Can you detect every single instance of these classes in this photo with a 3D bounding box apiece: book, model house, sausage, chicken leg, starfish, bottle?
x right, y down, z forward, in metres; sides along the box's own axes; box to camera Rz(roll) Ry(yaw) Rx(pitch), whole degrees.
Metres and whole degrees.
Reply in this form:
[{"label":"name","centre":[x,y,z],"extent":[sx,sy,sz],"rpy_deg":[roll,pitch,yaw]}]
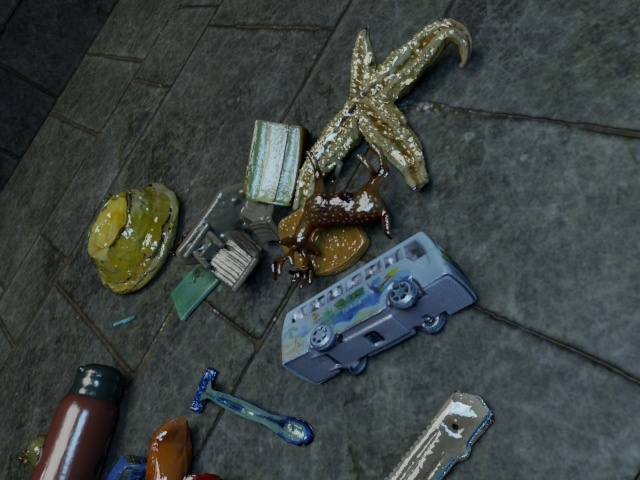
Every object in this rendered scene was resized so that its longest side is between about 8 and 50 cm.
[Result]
[{"label":"book","centre":[-0.300,0.111,1.320],"extent":[0.135,0.017,0.103],"rpy_deg":[-47,45,10]},{"label":"model house","centre":[-0.181,0.004,1.203],"extent":[0.229,0.122,0.188],"rpy_deg":[-52,48,-2]},{"label":"sausage","centre":[-0.294,0.439,1.077],"extent":[0.089,0.089,0.179],"rpy_deg":[-21,53,32]},{"label":"chicken leg","centre":[-0.728,0.550,1.415],"extent":[0.178,0.070,0.093],"rpy_deg":[-24,58,39]},{"label":"starfish","centre":[0.120,-0.229,1.103],"extent":[0.324,0.083,0.431],"rpy_deg":[20,88,39]},{"label":"chicken leg","centre":[-0.307,-0.015,1.378],"extent":[0.205,0.053,0.093],"rpy_deg":[-35,24,12]},{"label":"bottle","centre":[-0.547,0.447,1.253],"extent":[0.144,0.144,0.335],"rpy_deg":[-7,62,39]}]

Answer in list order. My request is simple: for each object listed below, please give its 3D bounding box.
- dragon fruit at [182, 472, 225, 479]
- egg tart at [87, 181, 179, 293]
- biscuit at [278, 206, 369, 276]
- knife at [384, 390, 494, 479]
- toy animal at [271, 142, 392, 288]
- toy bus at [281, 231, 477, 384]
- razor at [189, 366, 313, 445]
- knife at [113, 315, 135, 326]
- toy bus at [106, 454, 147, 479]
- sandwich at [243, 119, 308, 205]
[{"label":"dragon fruit","centre":[-0.210,0.474,0.965],"extent":[0.142,0.121,0.130],"rpy_deg":[-50,4,44]},{"label":"egg tart","centre":[-0.531,-0.024,1.523],"extent":[0.346,0.132,0.345],"rpy_deg":[-23,53,34]},{"label":"biscuit","centre":[0.000,0.000,1.098],"extent":[0.221,0.029,0.141],"rpy_deg":[7,82,37]},{"label":"knife","centre":[0.121,0.368,0.790],"extent":[0.089,0.043,0.365],"rpy_deg":[36,90,13]},{"label":"toy animal","centre":[0.014,-0.046,1.029],"extent":[0.244,0.087,0.259],"rpy_deg":[-6,71,37]},{"label":"toy bus","centre":[0.085,0.115,0.923],"extent":[0.330,0.109,0.135],"rpy_deg":[-33,38,22]},{"label":"razor","centre":[-0.144,0.316,1.040],"extent":[0.324,0.056,0.093],"rpy_deg":[7,70,43]},{"label":"knife","centre":[-0.516,0.213,1.459],"extent":[0.091,0.005,0.014],"rpy_deg":[-23,52,30]},{"label":"toy bus","centre":[-0.424,0.524,1.161],"extent":[0.051,0.061,0.152],"rpy_deg":[29,89,52]},{"label":"sandwich","centre":[-0.097,-0.174,1.244],"extent":[0.117,0.144,0.187],"rpy_deg":[10,92,2]}]
